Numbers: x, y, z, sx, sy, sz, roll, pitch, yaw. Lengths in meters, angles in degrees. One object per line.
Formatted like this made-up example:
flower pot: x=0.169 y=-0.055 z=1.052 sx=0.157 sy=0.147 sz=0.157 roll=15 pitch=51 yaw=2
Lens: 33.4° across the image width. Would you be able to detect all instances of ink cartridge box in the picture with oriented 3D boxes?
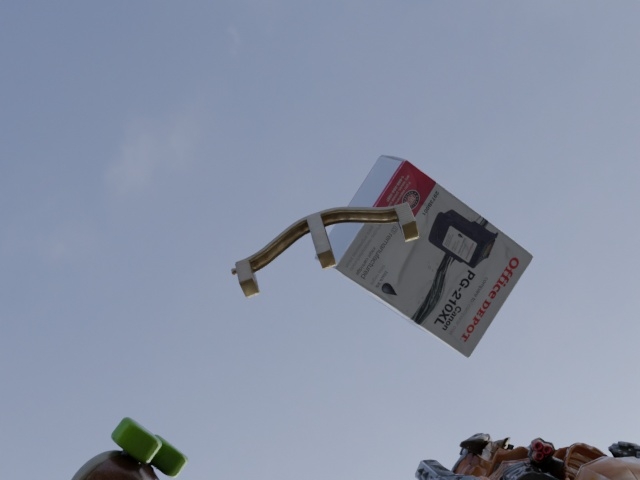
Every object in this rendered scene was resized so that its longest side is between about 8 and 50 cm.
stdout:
ink cartridge box: x=0.141 y=0.022 z=1.437 sx=0.237 sy=0.100 sz=0.172 roll=34 pitch=-93 yaw=-19

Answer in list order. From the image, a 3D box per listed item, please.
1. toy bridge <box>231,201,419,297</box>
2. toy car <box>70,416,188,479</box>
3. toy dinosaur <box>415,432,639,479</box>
toy bridge: x=0.000 y=0.000 z=1.056 sx=0.188 sy=0.063 sz=0.026 roll=-19 pitch=-47 yaw=3
toy car: x=-0.169 y=0.309 z=1.124 sx=0.155 sy=0.188 sz=0.149 roll=-53 pitch=-27 yaw=-10
toy dinosaur: x=0.152 y=0.162 z=0.467 sx=0.218 sy=0.322 sz=0.164 roll=25 pitch=-75 yaw=-9
